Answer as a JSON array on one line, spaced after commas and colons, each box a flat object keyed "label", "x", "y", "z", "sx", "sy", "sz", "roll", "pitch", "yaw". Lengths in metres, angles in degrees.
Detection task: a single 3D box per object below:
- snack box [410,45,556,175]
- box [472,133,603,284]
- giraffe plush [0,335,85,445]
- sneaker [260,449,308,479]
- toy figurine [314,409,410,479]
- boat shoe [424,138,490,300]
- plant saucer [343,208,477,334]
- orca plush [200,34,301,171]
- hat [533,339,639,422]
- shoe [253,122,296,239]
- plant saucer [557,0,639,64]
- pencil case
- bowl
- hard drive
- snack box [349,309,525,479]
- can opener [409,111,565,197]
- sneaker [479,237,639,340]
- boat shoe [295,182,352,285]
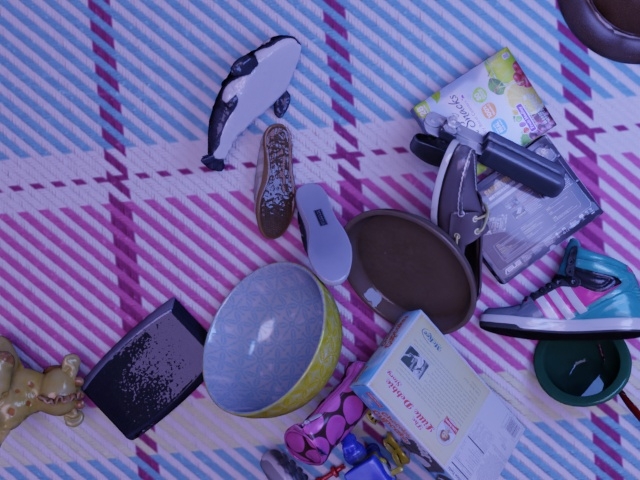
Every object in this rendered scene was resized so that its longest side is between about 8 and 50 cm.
[{"label": "snack box", "x": 0.300, "y": -0.228, "z": 1.505, "sx": 0.207, "sy": 0.070, "sz": 0.174, "roll": -34, "pitch": 92, "yaw": 5}, {"label": "box", "x": 0.378, "y": -0.057, "z": 1.516, "sx": 0.231, "sy": 0.056, "sz": 0.183, "roll": -37, "pitch": 90, "yaw": 3}, {"label": "giraffe plush", "x": -0.532, "y": 0.276, "z": 1.516, "sx": 0.171, "sy": 0.210, "sz": 0.181, "roll": -6, "pitch": 125, "yaw": -19}, {"label": "sneaker", "x": -0.051, "y": 0.533, "z": 1.532, "sx": 0.115, "sy": 0.105, "sz": 0.281, "roll": -28, "pitch": 91, "yaw": 3}, {"label": "toy figurine", "x": 0.092, "y": 0.471, "z": 1.469, "sx": 0.191, "sy": 0.217, "sz": 0.362, "roll": -32, "pitch": 90, "yaw": 3}, {"label": "boat shoe", "x": 0.250, "y": -0.026, "z": 1.427, "sx": 0.097, "sy": 0.116, "sz": 0.324, "roll": 18, "pitch": 129, "yaw": 24}, {"label": "plant saucer", "x": 0.159, "y": 0.053, "z": 1.457, "sx": 0.278, "sy": 0.278, "sz": 0.041, "roll": 43, "pitch": 52, "yaw": 0}, {"label": "orca plush", "x": -0.147, "y": -0.268, "z": 1.531, "sx": 0.151, "sy": 0.102, "sz": 0.287, "roll": 12, "pitch": 107, "yaw": -43}, {"label": "hat", "x": 0.517, "y": 0.278, "z": 1.540, "sx": 0.173, "sy": 0.183, "sz": 0.208, "roll": -24, "pitch": 48, "yaw": 12}, {"label": "shoe", "x": -0.086, "y": -0.112, "z": 1.536, "sx": 0.077, "sy": 0.058, "sz": 0.219, "roll": 3, "pitch": 97, "yaw": -18}, {"label": "plant saucer", "x": 0.597, "y": -0.485, "z": 1.496, "sx": 0.311, "sy": 0.050, "sz": 0.310, "roll": 0, "pitch": 92, "yaw": 1}, {"label": "pencil case", "x": 0.028, "y": 0.298, "z": 1.428, "sx": 0.095, "sy": 0.209, "sz": 0.098, "roll": 6, "pitch": 126, "yaw": 38}, {"label": "bowl", "x": -0.060, "y": 0.200, "z": 1.478, "sx": 0.289, "sy": 0.289, "sz": 0.156, "roll": -52, "pitch": 133, "yaw": 3}, {"label": "hard drive", "x": -0.326, "y": 0.250, "z": 1.556, "sx": 0.255, "sy": 0.054, "sz": 0.172, "roll": -42, "pitch": 90, "yaw": 3}, {"label": "snack box", "x": 0.217, "y": 0.303, "z": 1.460, "sx": 0.322, "sy": 0.060, "sz": 0.187, "roll": 49, "pitch": 58, "yaw": -12}, {"label": "can opener", "x": 0.302, "y": -0.150, "z": 1.451, "sx": 0.280, "sy": 0.074, "sz": 0.093, "roll": 22, "pitch": 131, "yaw": -1}, {"label": "sneaker", "x": 0.442, "y": 0.087, "z": 1.490, "sx": 0.296, "sy": 0.124, "sz": 0.178, "roll": -2, "pitch": 72, "yaw": 21}, {"label": "boat shoe", "x": 0.000, "y": 0.000, "z": 1.475, "sx": 0.080, "sy": 0.076, "sz": 0.228, "roll": -14, "pitch": 53, "yaw": -12}]
